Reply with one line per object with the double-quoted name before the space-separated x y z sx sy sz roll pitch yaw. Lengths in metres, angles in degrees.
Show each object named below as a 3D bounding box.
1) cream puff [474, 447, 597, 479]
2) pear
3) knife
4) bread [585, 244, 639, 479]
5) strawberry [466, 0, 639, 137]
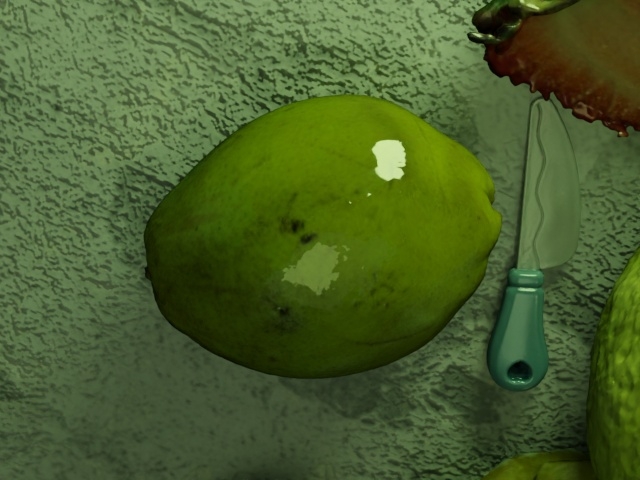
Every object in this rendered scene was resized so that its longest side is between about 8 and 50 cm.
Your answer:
"cream puff" 0.218 0.359 1.300 0.378 0.275 0.378 1 108 3
"pear" 0.000 0.000 1.213 0.269 0.212 0.212 -9 109 1
"knife" 0.177 0.006 1.310 0.058 0.032 0.244 9 105 0
"bread" 0.387 0.102 1.177 0.308 0.348 0.348 30 107 -14
"strawberry" 0.220 -0.152 1.232 0.167 0.087 0.208 -23 135 29
